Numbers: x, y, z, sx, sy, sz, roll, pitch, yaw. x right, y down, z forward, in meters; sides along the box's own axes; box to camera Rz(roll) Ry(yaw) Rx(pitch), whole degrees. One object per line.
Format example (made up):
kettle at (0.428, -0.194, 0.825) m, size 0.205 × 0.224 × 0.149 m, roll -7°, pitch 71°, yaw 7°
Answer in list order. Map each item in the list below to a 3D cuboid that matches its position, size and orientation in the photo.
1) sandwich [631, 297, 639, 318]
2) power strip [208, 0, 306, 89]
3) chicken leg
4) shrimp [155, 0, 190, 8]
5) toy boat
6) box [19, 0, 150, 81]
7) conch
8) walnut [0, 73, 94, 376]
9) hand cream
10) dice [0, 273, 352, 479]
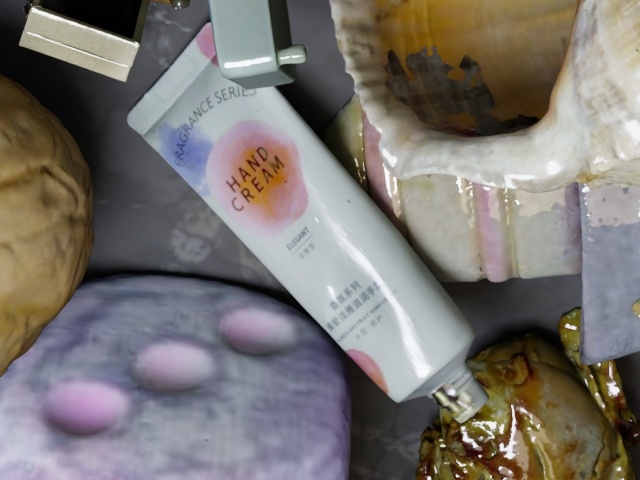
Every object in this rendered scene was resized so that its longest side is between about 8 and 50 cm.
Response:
sandwich at (0.334, 0.032, 1.187) m, size 0.198 × 0.227 × 0.155 m, roll 32°, pitch 95°, yaw -6°
power strip at (-0.043, -0.208, 1.091) m, size 0.061 × 0.145 × 0.216 m, roll -7°, pitch 89°, yaw 7°
chicken leg at (0.191, 0.243, 1.391) m, size 0.211 × 0.140 × 0.361 m, roll -18°, pitch 118°, yaw 4°
shrimp at (-0.148, -0.212, 1.152) m, size 0.184 × 0.043 × 0.091 m, roll 31°, pitch 116°, yaw -17°
toy boat at (0.133, -0.048, 1.221) m, size 0.293 × 0.111 × 0.276 m, roll 14°, pitch 117°, yaw 5°
box at (-0.166, -0.156, 1.168) m, size 0.083 × 0.079 × 0.035 m, roll 19°, pitch 124°, yaw -12°
conch at (0.165, -0.151, 1.062) m, size 0.297 × 0.352 × 0.210 m, roll -23°, pitch 151°, yaw 15°
walnut at (-0.300, -0.003, 1.149) m, size 0.252 × 0.313 × 0.277 m, roll 40°, pitch 92°, yaw -2°
hand cream at (0.000, 0.000, 1.218) m, size 0.341 × 0.078 × 0.124 m, roll 47°, pitch 126°, yaw 1°
dice at (-0.122, 0.205, 1.297) m, size 0.270 × 0.271 × 0.270 m, roll 8°, pitch 124°, yaw -3°
